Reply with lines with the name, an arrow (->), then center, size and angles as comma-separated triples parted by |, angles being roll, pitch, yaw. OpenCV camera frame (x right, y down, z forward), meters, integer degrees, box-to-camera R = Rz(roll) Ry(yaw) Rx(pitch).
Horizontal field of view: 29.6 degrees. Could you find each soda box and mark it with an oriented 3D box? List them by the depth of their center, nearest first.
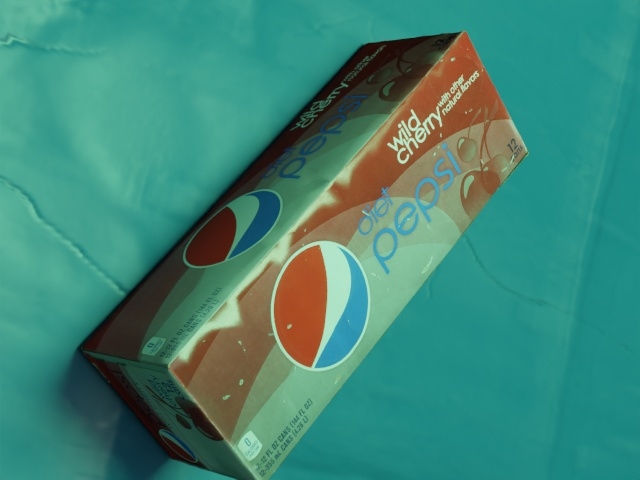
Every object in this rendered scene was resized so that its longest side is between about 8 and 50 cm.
soda box -> 0.000, 0.000, 0.656 | 0.263, 0.083, 0.092 | -49, 121, -28
